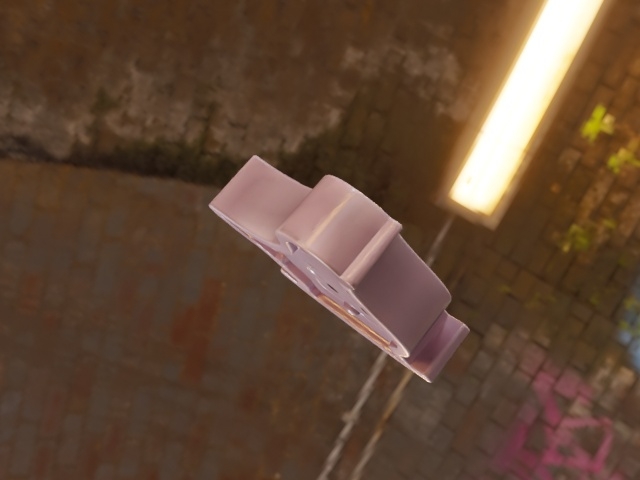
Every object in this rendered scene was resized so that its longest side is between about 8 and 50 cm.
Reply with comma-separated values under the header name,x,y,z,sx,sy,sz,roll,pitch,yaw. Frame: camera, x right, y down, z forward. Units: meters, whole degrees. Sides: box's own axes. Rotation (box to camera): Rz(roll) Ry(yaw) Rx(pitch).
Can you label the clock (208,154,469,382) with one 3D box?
name,x,y,z,sx,sy,sz,roll,pitch,yaw
clock,0.000,0.000,1.350,0.080,0.290,0.275,-51,-31,-9
